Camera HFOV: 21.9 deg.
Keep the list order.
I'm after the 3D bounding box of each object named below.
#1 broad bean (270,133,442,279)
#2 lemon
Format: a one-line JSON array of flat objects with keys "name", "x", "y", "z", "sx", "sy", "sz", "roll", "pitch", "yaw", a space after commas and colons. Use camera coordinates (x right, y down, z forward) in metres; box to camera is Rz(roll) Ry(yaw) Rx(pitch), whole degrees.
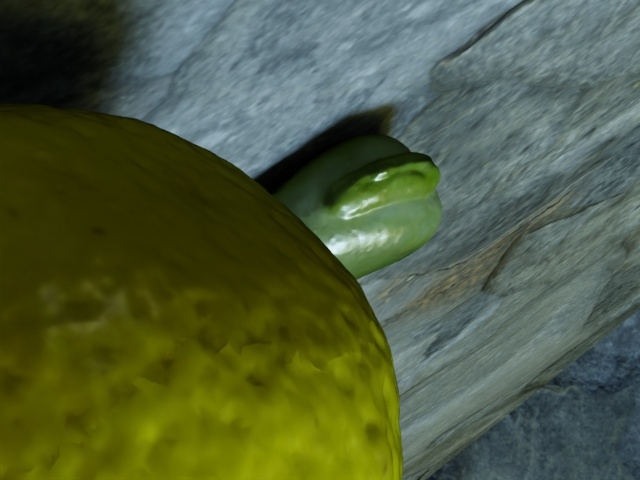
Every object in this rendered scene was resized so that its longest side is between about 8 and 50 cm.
[{"name": "broad bean", "x": 0.000, "y": 0.000, "z": 1.044, "sx": 0.174, "sy": 0.082, "sz": 0.124, "roll": -38, "pitch": 166, "yaw": 6}, {"name": "lemon", "x": -0.126, "y": 0.097, "z": 0.661, "sx": 0.336, "sy": 0.336, "sz": 0.336, "roll": -32, "pitch": 164, "yaw": -10}]
